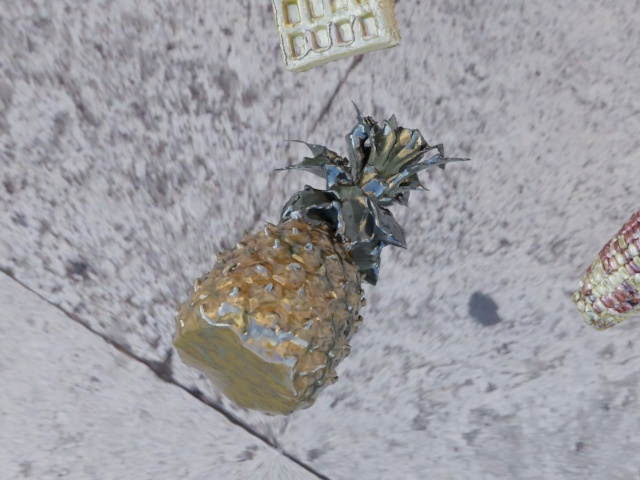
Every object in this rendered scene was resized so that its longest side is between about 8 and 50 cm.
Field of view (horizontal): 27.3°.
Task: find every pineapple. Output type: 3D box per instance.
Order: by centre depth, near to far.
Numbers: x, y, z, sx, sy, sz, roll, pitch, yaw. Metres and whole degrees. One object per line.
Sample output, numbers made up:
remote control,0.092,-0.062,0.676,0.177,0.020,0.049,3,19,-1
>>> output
pineapple,0.000,0.000,0.880,0.125,0.125,0.251,34,54,4

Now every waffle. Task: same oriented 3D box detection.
waffle,0.003,-0.191,0.918,0.092,0.021,0.135,-11,87,27

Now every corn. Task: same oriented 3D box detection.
corn,0.402,-0.005,1.512,0.098,0.098,0.290,42,121,5
